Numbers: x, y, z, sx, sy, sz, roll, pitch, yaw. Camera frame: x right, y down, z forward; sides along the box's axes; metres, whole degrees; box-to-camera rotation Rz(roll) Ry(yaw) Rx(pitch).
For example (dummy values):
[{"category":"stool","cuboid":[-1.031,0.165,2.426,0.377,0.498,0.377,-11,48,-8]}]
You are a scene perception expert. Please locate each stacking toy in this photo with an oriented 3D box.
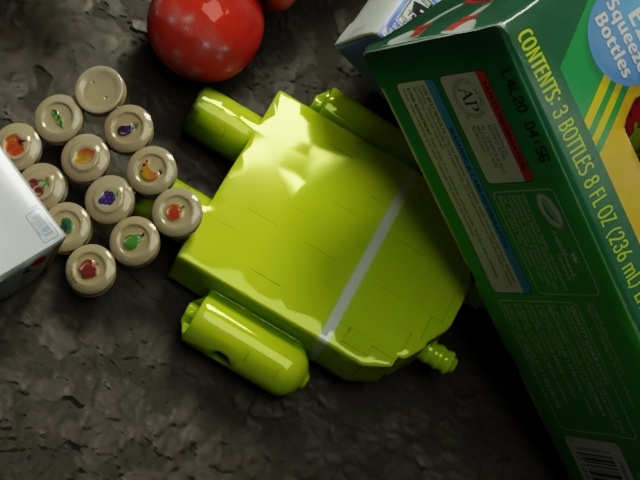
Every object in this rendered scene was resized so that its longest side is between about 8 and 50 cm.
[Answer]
[{"category":"stacking toy","cuboid":[-0.018,-0.261,1.189,0.141,0.141,0.330,37,82,-4]}]

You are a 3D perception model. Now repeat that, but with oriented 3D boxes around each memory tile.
[{"category":"memory tile","cuboid":[-0.161,-0.044,1.101,0.113,0.012,0.148,-33,75,-2]}]

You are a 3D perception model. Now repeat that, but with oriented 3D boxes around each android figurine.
[{"category":"android figurine","cuboid":[0.000,0.000,1.152,0.273,0.056,0.248,30,62,-4]}]

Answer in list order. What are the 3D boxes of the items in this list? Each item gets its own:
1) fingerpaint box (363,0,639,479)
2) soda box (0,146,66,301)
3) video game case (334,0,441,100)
[{"category":"fingerpaint box","cuboid":[0.296,-0.036,1.133,0.371,0.163,0.445,-35,107,-28]},{"category":"soda box","cuboid":[-0.270,-0.059,1.064,0.069,0.074,0.216,-33,84,-28]},{"category":"video game case","cuboid":[0.173,-0.154,1.221,0.269,0.061,0.244,44,62,-23]}]
